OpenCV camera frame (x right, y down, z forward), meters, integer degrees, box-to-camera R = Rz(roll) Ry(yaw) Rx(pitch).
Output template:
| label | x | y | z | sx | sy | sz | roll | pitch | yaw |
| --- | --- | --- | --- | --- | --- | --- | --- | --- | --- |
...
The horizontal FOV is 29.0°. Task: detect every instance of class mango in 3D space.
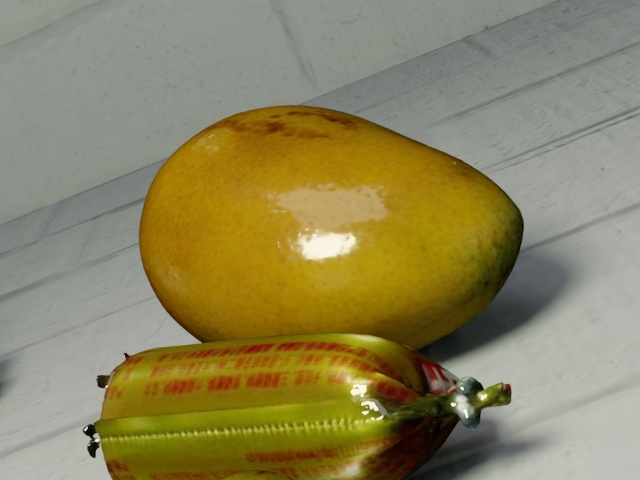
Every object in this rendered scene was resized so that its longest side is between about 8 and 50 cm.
| label | x | y | z | sx | sy | sz | roll | pitch | yaw |
| --- | --- | --- | --- | --- | --- | --- | --- | --- | --- |
| mango | 0.000 | 0.000 | 1.072 | 0.378 | 0.221 | 0.264 | 7 | 29 | 46 |

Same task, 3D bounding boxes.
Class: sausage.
| label | x | y | z | sx | sy | sz | roll | pitch | yaw |
| --- | --- | --- | --- | --- | --- | --- | --- | --- | --- |
| sausage | -0.016 | 0.118 | 0.853 | 0.317 | 0.125 | 0.117 | -11 | 62 | 36 |

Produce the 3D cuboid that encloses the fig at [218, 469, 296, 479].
| label | x | y | z | sx | sy | sz | roll | pitch | yaw |
| --- | --- | --- | --- | --- | --- | --- | --- | --- | --- |
| fig | -0.046 | 0.190 | 0.763 | 0.084 | 0.082 | 0.098 | 21 | 52 | 17 |
